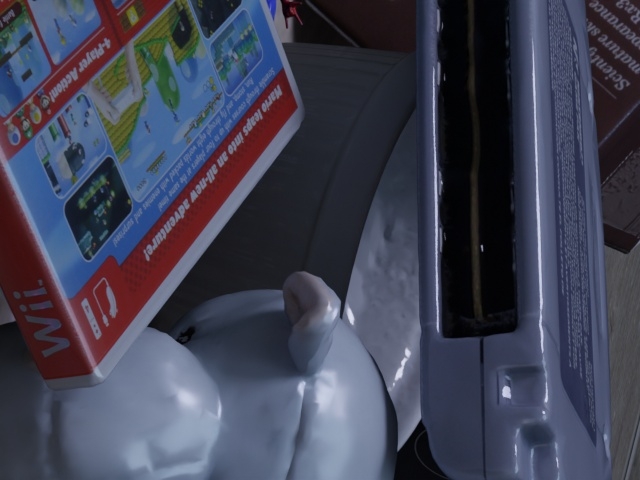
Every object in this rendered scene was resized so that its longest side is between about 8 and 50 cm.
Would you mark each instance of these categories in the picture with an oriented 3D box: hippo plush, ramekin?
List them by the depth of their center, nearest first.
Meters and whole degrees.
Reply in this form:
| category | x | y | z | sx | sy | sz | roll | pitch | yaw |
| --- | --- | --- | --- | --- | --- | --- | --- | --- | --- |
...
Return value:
| category | x | y | z | sx | sy | sz | roll | pitch | yaw |
| --- | --- | --- | --- | --- | --- | --- | --- | --- | --- |
| hippo plush | -0.027 | 0.130 | 0.652 | 0.234 | 0.294 | 0.236 | 152 | -64 | -72 |
| ramekin | 0.000 | 0.000 | 0.896 | 0.207 | 0.109 | 0.207 | 15 | 90 | -70 |

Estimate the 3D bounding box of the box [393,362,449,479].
| category | x | y | z | sx | sy | sz | roll | pitch | yaw |
| --- | --- | --- | --- | --- | --- | --- | --- | --- | --- |
| box | 0.059 | 0.115 | 1.095 | 0.247 | 0.142 | 0.163 | 76 | 26 | -45 |

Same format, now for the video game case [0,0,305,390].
| category | x | y | z | sx | sy | sz | roll | pitch | yaw |
| --- | --- | --- | --- | --- | --- | --- | --- | --- | --- |
| video game case | -0.093 | -0.122 | 0.626 | 0.204 | 0.025 | 0.285 | -56 | 132 | -54 |

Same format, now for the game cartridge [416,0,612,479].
| category | x | y | z | sx | sy | sz | roll | pitch | yaw |
| --- | --- | --- | --- | --- | --- | --- | --- | --- | --- |
| game cartridge | 0.088 | -0.013 | 0.800 | 0.196 | 0.060 | 0.294 | 47 | 39 | -60 |

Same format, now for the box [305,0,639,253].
| category | x | y | z | sx | sy | sz | roll | pitch | yaw |
| --- | --- | --- | --- | --- | --- | --- | --- | --- | --- |
| box | 0.147 | -0.110 | 1.168 | 0.143 | 0.191 | 0.381 | -48 | 166 | 10 |

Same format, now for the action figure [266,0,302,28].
| category | x | y | z | sx | sy | sz | roll | pitch | yaw |
| --- | --- | --- | --- | --- | --- | --- | --- | --- | --- |
| action figure | -0.028 | -0.126 | 0.944 | 0.038 | 0.030 | 0.115 | 40 | 55 | -63 |
